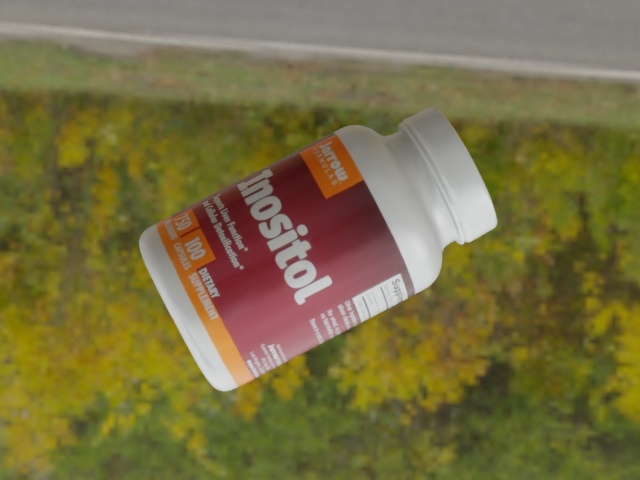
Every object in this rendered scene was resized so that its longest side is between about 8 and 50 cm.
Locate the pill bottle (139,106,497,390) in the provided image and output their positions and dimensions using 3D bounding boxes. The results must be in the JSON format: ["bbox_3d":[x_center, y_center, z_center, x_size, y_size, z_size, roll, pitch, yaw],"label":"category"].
[{"bbox_3d":[0.000,0.000,0.753,0.152,0.086,0.086,-28,-179,-3],"label":"pill bottle"}]
